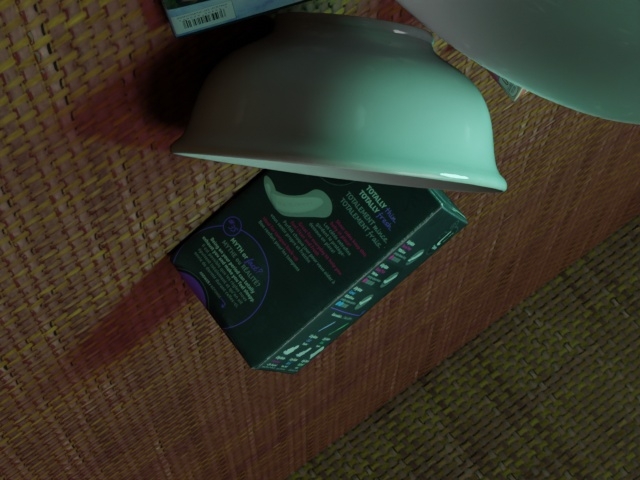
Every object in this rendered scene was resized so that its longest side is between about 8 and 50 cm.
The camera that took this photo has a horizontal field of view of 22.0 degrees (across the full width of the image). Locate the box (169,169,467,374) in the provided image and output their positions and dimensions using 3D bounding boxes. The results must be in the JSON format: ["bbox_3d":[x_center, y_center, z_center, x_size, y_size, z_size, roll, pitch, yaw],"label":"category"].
[{"bbox_3d":[0.000,0.000,1.798,0.270,0.165,0.143,-41,164,9],"label":"box"}]

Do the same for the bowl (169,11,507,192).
[{"bbox_3d":[0.023,-0.123,1.443,0.298,0.298,0.134,7,90,-69],"label":"bowl"}]

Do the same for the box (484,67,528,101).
[{"bbox_3d":[0.223,-0.289,1.521,0.142,0.154,0.300,-32,165,-26],"label":"box"}]

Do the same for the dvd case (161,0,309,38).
[{"bbox_3d":[-0.041,-0.230,1.211,0.180,0.022,0.253,-17,163,-1],"label":"dvd case"}]

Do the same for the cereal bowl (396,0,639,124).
[{"bbox_3d":[0.182,-0.241,1.272,0.141,0.339,0.339,-56,168,-13],"label":"cereal bowl"}]
